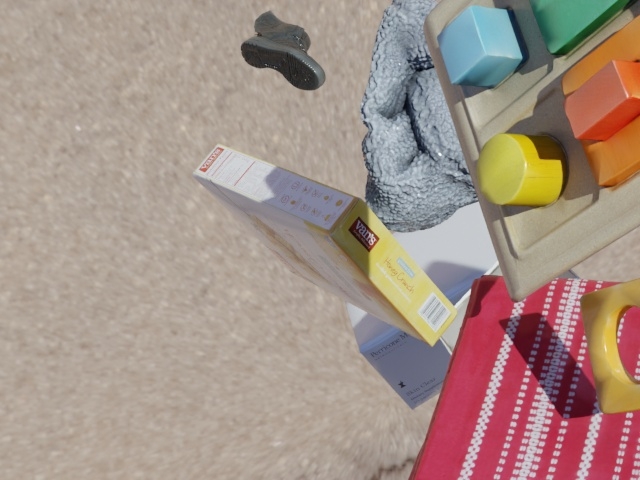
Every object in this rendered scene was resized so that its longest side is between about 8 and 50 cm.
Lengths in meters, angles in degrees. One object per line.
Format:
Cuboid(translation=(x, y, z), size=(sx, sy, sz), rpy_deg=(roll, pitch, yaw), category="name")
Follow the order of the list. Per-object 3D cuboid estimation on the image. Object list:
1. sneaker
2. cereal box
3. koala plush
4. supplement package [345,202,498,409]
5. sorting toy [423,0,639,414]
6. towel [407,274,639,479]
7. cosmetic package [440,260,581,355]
Cuboid(translation=(-0.038, -0.255, 1.594), size=(0.170, 0.051, 0.089), rpy_deg=(27, 46, 34), category="sneaker")
Cuboid(translation=(0.000, 0.000, 1.112), size=(0.047, 0.240, 0.173), rpy_deg=(-52, 126, -11), category="cereal box")
Cuboid(translation=(0.164, -0.090, 1.079), size=(0.221, 0.196, 0.203), rpy_deg=(12, 83, 25), category="koala plush")
Cuboid(translation=(0.181, 0.074, 1.719), size=(0.261, 0.204, 0.145), rpy_deg=(-34, 123, 12), category="supplement package")
Cuboid(translation=(0.116, -0.083, 0.606), size=(0.047, 0.196, 0.348), rpy_deg=(-3, 66, -30), category="sorting toy")
Cuboid(translation=(0.189, 0.099, 0.634), size=(0.274, 0.031, 0.199), rpy_deg=(3, 45, 23), category="towel")
Cuboid(translation=(0.281, 0.150, 1.269), size=(0.153, 0.129, 0.296), rpy_deg=(-45, 117, 5), category="cosmetic package")
